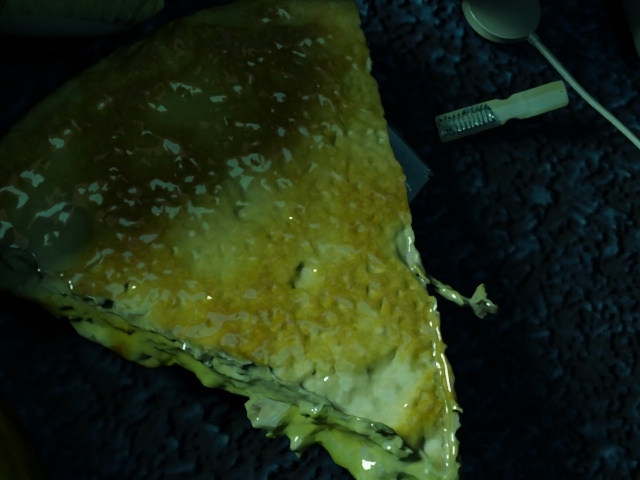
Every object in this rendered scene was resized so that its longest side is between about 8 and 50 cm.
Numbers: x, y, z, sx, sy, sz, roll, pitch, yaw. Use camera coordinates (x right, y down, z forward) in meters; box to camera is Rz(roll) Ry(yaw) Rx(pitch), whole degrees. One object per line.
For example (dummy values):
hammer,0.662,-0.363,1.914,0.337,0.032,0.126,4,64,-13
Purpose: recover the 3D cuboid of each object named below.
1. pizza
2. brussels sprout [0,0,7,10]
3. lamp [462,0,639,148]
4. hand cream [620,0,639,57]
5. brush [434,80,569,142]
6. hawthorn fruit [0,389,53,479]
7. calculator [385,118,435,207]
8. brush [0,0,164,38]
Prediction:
pizza,-0.034,0.023,0.739,0.280,0.075,0.288,-28,77,-25
brussels sprout,-0.275,-0.167,0.556,0.344,0.268,0.344,-9,121,-15
lamp,0.159,-0.085,0.919,0.198,0.056,0.050,46,62,2
hand cream,0.214,-0.243,0.973,0.124,0.078,0.341,-3,71,-28
brush,0.109,-0.077,0.879,0.083,0.013,0.016,-17,83,-9
hawthorn fruit,-0.238,0.141,0.515,0.267,0.267,0.301,32,77,-17
calculator,0.000,0.000,0.817,0.057,0.018,0.172,48,60,-11
brush,-0.080,-0.131,0.740,0.296,0.068,0.060,-1,83,-8
